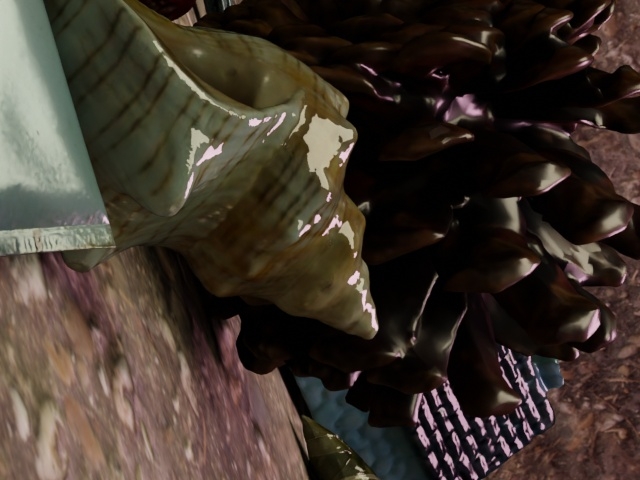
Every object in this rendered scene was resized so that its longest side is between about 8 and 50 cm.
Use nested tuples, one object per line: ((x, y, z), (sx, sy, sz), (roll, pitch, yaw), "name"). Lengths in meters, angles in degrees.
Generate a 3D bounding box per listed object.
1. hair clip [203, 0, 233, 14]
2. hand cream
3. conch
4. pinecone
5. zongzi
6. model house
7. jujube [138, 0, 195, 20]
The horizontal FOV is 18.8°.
((-0.087, -0.222, 1.977), (0.048, 0.083, 0.275), (21, 54, -75), "hair clip")
((-0.180, -0.139, 0.959), (0.111, 0.070, 0.312), (-3, 76, -56), "hand cream")
((-0.103, -0.062, 1.076), (0.386, 0.170, 0.203), (31, -1, -24), "conch")
((0.076, -0.040, 1.453), (0.398, 0.397, 0.398), (-19, 90, -84), "pinecone")
((0.020, 0.209, 1.738), (0.119, 0.055, 0.109), (61, 2, 9), "zongzi")
((0.089, 0.084, 1.841), (0.226, 0.241, 0.261), (-94, 164, -57), "model house")
((-0.142, -0.235, 1.399), (0.104, 0.104, 0.166), (-100, 169, -55), "jujube")
